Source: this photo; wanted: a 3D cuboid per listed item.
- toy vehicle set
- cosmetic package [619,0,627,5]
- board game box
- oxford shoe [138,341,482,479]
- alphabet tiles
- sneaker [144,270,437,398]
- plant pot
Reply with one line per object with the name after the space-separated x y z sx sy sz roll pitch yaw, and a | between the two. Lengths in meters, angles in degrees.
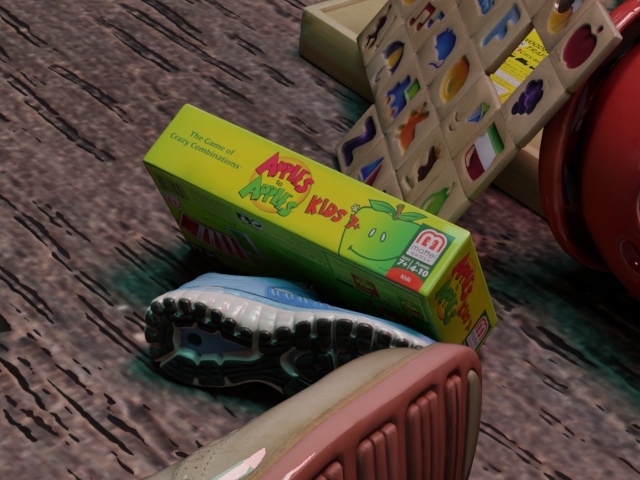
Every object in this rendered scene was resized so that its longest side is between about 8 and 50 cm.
0.131 -0.101 1.260 0.166 0.035 0.267 -20 41 -34 | toy vehicle set
0.267 -0.194 1.264 0.113 0.160 0.309 16 23 3 | cosmetic package
0.000 0.000 1.025 0.181 0.092 0.043 26 69 27 | board game box
-0.075 0.133 0.779 0.146 0.140 0.397 19 32 32 | oxford shoe
0.076 -0.101 1.127 0.009 0.198 0.237 30 25 -26 | alphabet tiles
-0.004 0.044 0.992 0.162 0.063 0.073 15 31 14 | sneaker
0.223 -0.036 1.043 0.191 0.191 0.174 -23 35 -37 | plant pot
